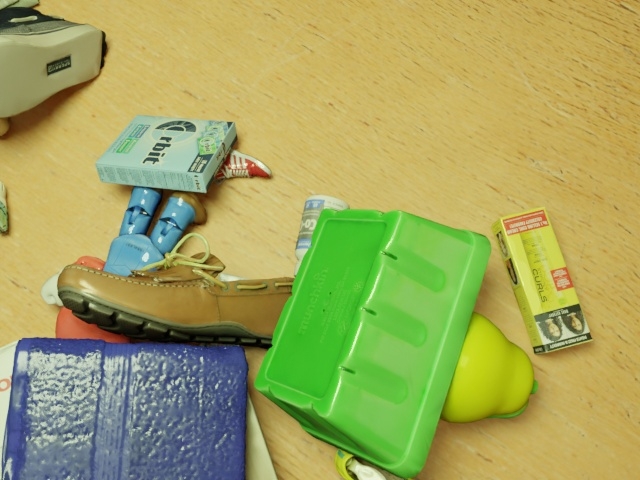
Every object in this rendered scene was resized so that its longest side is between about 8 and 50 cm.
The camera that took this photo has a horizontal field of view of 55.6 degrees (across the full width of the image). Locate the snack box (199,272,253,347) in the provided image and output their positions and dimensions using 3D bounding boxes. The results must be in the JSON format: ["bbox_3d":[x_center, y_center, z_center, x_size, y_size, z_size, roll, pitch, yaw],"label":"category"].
[{"bbox_3d":[-0.157,0.146,1.001,0.064,0.022,0.178,13,76,3],"label":"snack box"}]

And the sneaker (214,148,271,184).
[{"bbox_3d":[-0.149,-0.121,1.059,0.118,0.042,0.067,24,72,13],"label":"sneaker"}]

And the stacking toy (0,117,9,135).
[{"bbox_3d":[-0.709,-0.193,1.004,0.330,0.141,0.141,-21,77,-11],"label":"stacking toy"}]

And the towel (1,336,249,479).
[{"bbox_3d":[-0.255,0.250,0.817,0.308,0.076,0.227,5,75,-15],"label":"towel"}]

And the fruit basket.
[{"bbox_3d":[0.137,0.158,0.923,0.392,0.283,0.391,-4,96,-41],"label":"fruit basket"}]

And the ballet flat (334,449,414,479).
[{"bbox_3d":[0.120,0.389,0.916,0.231,0.077,0.077,34,77,7],"label":"ballet flat"}]

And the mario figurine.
[{"bbox_3d":[-0.314,0.063,0.991,0.198,0.170,0.320,5,60,37],"label":"mario figurine"}]

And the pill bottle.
[{"bbox_3d":[0.000,0.000,1.013,0.078,0.078,0.137,11,75,2],"label":"pill bottle"}]

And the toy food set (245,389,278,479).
[{"bbox_3d":[-0.167,0.354,0.923,0.220,0.092,0.306,-23,75,6],"label":"toy food set"}]

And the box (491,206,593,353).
[{"bbox_3d":[0.367,0.066,1.013,0.087,0.058,0.232,-13,76,-4],"label":"box"}]

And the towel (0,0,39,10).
[{"bbox_3d":[-0.721,-0.524,1.084,0.324,0.056,0.312,-25,102,-9],"label":"towel"}]

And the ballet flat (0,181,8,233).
[{"bbox_3d":[-0.580,-0.094,1.036,0.188,0.070,0.070,45,79,6],"label":"ballet flat"}]

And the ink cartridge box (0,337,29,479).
[{"bbox_3d":[-0.443,0.373,0.866,0.279,0.160,0.384,-25,78,-8],"label":"ink cartridge box"}]

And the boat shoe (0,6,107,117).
[{"bbox_3d":[-0.516,-0.301,0.990,0.158,0.340,0.127,21,119,10],"label":"boat shoe"}]

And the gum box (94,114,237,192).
[{"bbox_3d":[-0.252,-0.149,1.011,0.185,0.041,0.157,7,43,11],"label":"gum box"}]

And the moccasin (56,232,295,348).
[{"bbox_3d":[-0.181,0.074,0.883,0.380,0.139,0.146,10,73,-32],"label":"moccasin"}]
